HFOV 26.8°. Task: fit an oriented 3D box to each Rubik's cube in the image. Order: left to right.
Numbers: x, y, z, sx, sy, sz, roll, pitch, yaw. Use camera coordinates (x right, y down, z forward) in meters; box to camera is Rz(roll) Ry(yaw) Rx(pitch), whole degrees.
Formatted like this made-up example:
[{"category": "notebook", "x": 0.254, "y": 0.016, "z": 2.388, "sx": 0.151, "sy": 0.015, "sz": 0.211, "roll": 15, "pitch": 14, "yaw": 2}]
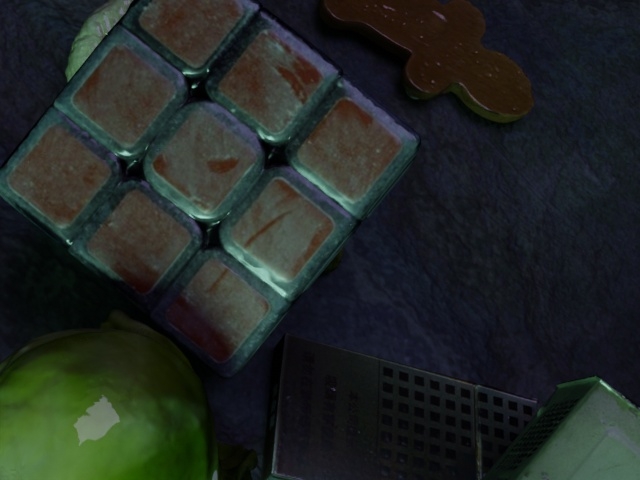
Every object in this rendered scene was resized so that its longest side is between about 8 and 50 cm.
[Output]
[{"category": "Rubik's cube", "x": -0.100, "y": -0.073, "z": 1.377, "sx": 0.305, "sy": 0.301, "sz": 0.303, "roll": 41, "pitch": 91, "yaw": 2}]

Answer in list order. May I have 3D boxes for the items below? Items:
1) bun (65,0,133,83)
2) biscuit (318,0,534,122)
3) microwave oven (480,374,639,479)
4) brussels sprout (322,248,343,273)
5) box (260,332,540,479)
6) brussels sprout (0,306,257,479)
[{"category": "bun", "x": -0.188, "y": -0.192, "z": 1.599, "sx": 0.221, "sy": 0.134, "sz": 0.220, "roll": 0, "pitch": 82, "yaw": -2}, {"category": "biscuit", "x": 0.152, "y": -0.275, "z": 1.889, "sx": 0.340, "sy": 0.047, "sz": 0.216, "roll": 33, "pitch": 52, "yaw": -4}, {"category": "microwave oven", "x": 0.311, "y": 0.376, "z": 1.331, "sx": 0.394, "sy": 0.247, "sz": 0.333, "roll": 41, "pitch": 81, "yaw": 5}, {"category": "brussels sprout", "x": 0.001, "y": -0.001, "z": 1.616, "sx": 0.051, "sy": 0.046, "sz": 0.083, "roll": -21, "pitch": 60, "yaw": 9}, {"category": "box", "x": 0.098, "y": 0.226, "z": 1.505, "sx": 0.325, "sy": 0.047, "sz": 0.180, "roll": 16, "pitch": 52, "yaw": -15}, {"category": "brussels sprout", "x": -0.198, "y": 0.205, "z": 1.210, "sx": 0.294, "sy": 0.227, "sz": 0.259, "roll": -20, "pitch": 101, "yaw": -36}]
